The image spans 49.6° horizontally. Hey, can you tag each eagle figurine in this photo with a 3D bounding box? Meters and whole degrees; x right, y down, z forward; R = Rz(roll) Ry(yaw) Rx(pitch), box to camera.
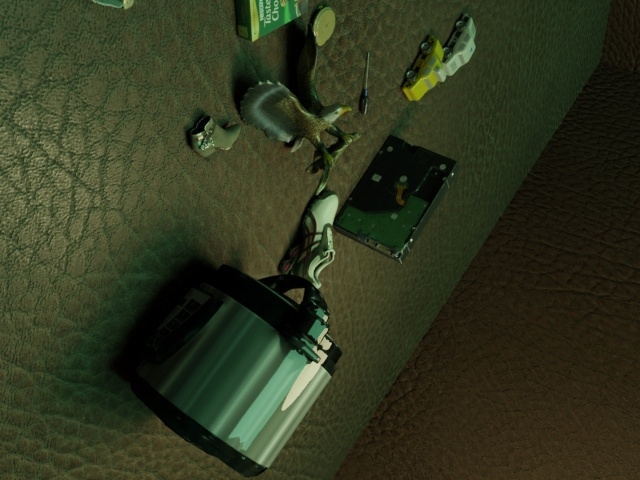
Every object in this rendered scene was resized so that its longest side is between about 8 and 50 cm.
[{"bbox_3d":[-0.032,-0.294,1.525,0.298,0.225,0.226,49,23,-31],"label":"eagle figurine"}]

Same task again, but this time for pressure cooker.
[{"bbox_3d":[-0.161,0.254,1.535,0.420,0.369,0.375,-53,156,-12],"label":"pressure cooker"}]

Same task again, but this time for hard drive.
[{"bbox_3d":[0.221,-0.125,2.022,0.339,0.236,0.064,-57,153,-14],"label":"hard drive"}]

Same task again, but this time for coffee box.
[{"bbox_3d":[-0.092,-0.476,1.359,0.184,0.040,0.113,-40,146,-38],"label":"coffee box"}]

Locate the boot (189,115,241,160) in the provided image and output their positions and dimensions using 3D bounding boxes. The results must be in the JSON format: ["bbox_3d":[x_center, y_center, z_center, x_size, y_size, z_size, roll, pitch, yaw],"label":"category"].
[{"bbox_3d":[-0.210,-0.217,1.383,0.118,0.042,0.087,-52,149,-22],"label":"boot"}]

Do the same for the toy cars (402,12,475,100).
[{"bbox_3d":[0.383,-0.548,2.094,0.393,0.087,0.177,-40,146,-38],"label":"toy cars"}]

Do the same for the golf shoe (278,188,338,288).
[{"bbox_3d":[0.000,0.000,1.873,0.105,0.120,0.273,20,95,-62],"label":"golf shoe"}]

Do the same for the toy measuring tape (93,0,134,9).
[{"bbox_3d":[-0.348,-0.387,0.913,0.330,0.121,0.121,-19,130,-65],"label":"toy measuring tape"}]

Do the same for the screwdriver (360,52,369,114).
[{"bbox_3d":[0.121,-0.414,1.828,0.025,0.024,0.170,-76,170,-62],"label":"screwdriver"}]

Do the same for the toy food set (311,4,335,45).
[{"bbox_3d":[0.006,-0.483,1.551,0.083,0.020,0.083,-64,153,1],"label":"toy food set"}]
